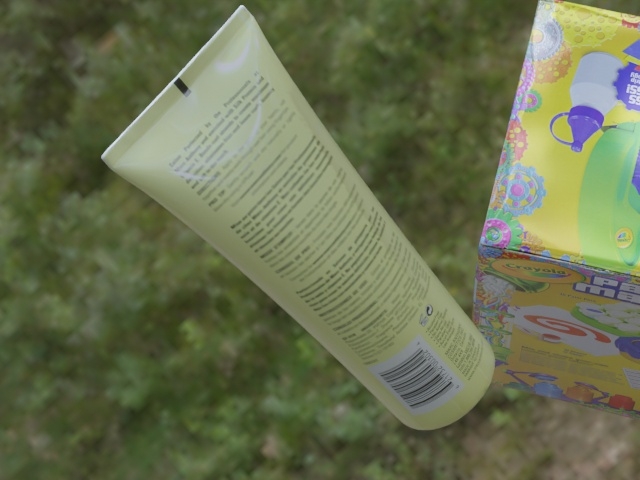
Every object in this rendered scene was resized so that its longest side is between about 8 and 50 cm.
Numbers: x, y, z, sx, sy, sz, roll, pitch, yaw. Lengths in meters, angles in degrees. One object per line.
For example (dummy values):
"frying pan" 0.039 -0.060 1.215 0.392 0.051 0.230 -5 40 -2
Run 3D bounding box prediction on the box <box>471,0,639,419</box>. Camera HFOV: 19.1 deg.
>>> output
"box" 0.259 0.005 1.256 0.279 0.290 0.177 84 -159 -69

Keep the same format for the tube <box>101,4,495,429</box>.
"tube" 0.000 0.000 0.897 0.062 0.240 0.070 -17 44 30
